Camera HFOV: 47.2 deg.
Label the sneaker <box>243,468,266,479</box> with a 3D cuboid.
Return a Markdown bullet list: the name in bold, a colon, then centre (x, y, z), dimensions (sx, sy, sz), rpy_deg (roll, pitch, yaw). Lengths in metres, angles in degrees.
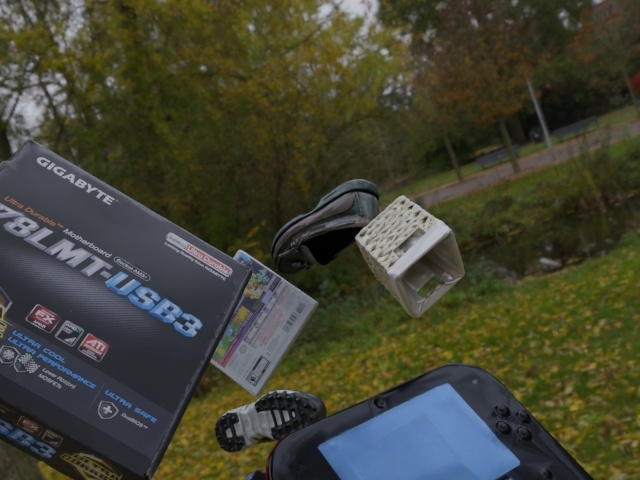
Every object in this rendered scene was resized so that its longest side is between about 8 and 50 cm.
- **sneaker**: centre (-0.137, 0.523, 1.220), dimensions (0.130, 0.330, 0.147), rpy_deg (11, 12, -18)

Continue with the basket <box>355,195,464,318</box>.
- **basket**: centre (0.136, 0.024, 1.105), dimensions (0.113, 0.103, 0.167), rpy_deg (-42, -31, -5)

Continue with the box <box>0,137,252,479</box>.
- **box**: centre (-0.247, 0.063, 0.736), dimensions (0.073, 0.295, 0.293), rpy_deg (-51, 10, 39)

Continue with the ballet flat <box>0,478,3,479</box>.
- **ballet flat**: centre (-0.364, 0.316, 0.802), dimensions (0.400, 0.139, 0.139), rpy_deg (26, -18, -23)

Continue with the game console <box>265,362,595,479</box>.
- **game console**: centre (0.160, 0.319, 0.878), dimensions (0.387, 0.060, 0.342), rpy_deg (-16, 44, -33)

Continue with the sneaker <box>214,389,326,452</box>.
- **sneaker**: centre (-0.060, 0.272, 1.140), dimensions (0.106, 0.078, 0.234), rpy_deg (-6, -16, -46)

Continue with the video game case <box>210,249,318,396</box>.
- **video game case**: centre (-0.130, 0.148, 1.328), dimensions (0.201, 0.183, 0.023), rpy_deg (-57, -19, 1)

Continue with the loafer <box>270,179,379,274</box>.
- **loafer**: centre (0.000, 0.000, 1.195), dimensions (0.096, 0.084, 0.267), rpy_deg (14, -36, -30)
